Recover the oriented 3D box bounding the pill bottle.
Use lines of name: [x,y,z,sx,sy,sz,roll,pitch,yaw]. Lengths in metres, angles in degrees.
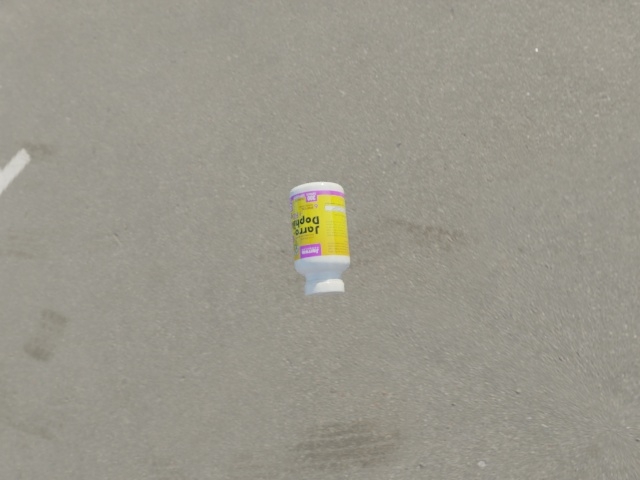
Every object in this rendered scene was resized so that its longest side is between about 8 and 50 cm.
pill bottle: [0.000,0.000,0.472,0.043,0.043,0.083,-10,79,23]
